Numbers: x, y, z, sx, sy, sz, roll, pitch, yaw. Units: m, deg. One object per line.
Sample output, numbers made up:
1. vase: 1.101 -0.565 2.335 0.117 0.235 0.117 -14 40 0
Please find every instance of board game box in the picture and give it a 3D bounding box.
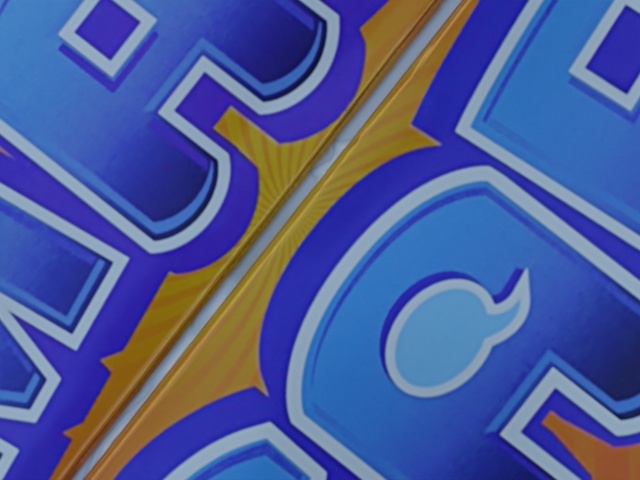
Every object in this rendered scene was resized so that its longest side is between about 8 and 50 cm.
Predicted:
1. board game box: 0.000 0.000 0.603 0.356 0.356 0.356 38 90 3
